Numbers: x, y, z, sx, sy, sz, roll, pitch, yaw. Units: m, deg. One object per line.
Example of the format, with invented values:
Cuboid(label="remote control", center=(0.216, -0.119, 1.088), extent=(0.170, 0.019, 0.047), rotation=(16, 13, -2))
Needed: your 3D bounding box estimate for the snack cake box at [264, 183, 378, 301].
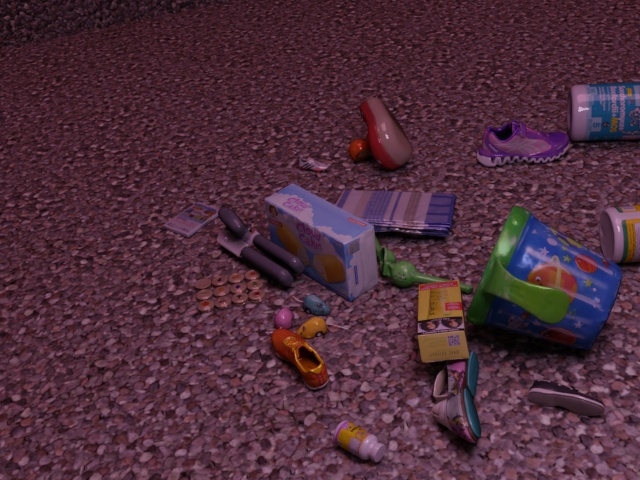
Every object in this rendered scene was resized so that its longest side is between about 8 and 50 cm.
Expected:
Cuboid(label="snack cake box", center=(0.000, 0.000, 1.689), extent=(0.089, 0.152, 0.264), rotation=(-31, 40, -29))

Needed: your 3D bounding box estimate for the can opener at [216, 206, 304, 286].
Cuboid(label="can opener", center=(-0.147, 0.015, 1.746), extent=(0.074, 0.093, 0.280), rotation=(-48, 47, -11))

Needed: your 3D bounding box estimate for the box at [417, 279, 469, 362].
Cuboid(label="box", center=(0.226, 0.145, 1.464), extent=(0.088, 0.058, 0.232), rotation=(-7, 18, 11))

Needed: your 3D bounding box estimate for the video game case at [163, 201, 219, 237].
Cuboid(label="video game case", center=(-0.315, -0.053, 1.951), extent=(0.087, 0.011, 0.122), rotation=(19, 43, 34))

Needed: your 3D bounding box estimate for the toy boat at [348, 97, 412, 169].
Cuboid(label="toy boat", center=(0.141, -0.263, 2.080), extent=(0.151, 0.151, 0.231), rotation=(-35, 32, 14))

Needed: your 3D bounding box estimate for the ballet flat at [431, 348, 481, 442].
Cuboid(label="ballet flat", center=(0.230, 0.267, 1.342), extent=(0.079, 0.076, 0.221), rotation=(-18, 26, 19))

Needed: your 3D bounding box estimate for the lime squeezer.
Cuboid(label="lime squeezer", center=(0.172, 0.044, 1.677), extent=(0.110, 0.058, 0.310), rotation=(-29, 39, -27))

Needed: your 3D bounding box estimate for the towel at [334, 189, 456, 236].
Cuboid(label="towel", center=(0.169, -0.067, 1.841), extent=(0.285, 0.034, 0.209), rotation=(3, 25, 12))

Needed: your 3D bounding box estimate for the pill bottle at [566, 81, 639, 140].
Cuboid(label="pill bottle", center=(0.772, -0.330, 2.016), extent=(0.264, 0.146, 0.146), rotation=(-1, 35, 11))

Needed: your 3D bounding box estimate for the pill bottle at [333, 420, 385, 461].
Cuboid(label="pill bottle", center=(0.065, 0.331, 1.296), extent=(0.083, 0.043, 0.043), rotation=(21, 44, 35))

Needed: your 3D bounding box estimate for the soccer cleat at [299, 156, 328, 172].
Cuboid(label="soccer cleat", center=(-0.019, -0.202, 2.084), extent=(0.083, 0.035, 0.029), rotation=(9, 38, 23))

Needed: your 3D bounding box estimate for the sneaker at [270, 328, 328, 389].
Cuboid(label="sneaker", center=(-0.038, 0.206, 1.476), extent=(0.064, 0.067, 0.175), rotation=(-27, 38, -23))

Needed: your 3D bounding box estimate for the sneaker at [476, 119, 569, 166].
Cuboid(label="sneaker", center=(0.514, -0.255, 1.998), extent=(0.237, 0.104, 0.095), rotation=(-6, 33, 0))

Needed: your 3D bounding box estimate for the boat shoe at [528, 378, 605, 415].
Cuboid(label="boat shoe", center=(0.416, 0.262, 1.328), extent=(0.125, 0.046, 0.038), rotation=(5, 41, 31))

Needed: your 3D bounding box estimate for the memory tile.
Cuboid(label="memory tile", center=(-0.195, 0.106, 1.698), extent=(0.148, 0.012, 0.113), rotation=(-11, 35, -5))

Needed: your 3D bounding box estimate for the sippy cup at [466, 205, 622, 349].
Cuboid(label="sippy cup", center=(0.412, 0.083, 1.434), extent=(0.224, 0.240, 0.305), rotation=(23, 48, 13))

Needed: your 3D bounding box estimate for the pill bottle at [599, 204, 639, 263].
Cuboid(label="pill bottle", center=(0.690, -0.018, 1.611), extent=(0.209, 0.117, 0.117), rotation=(-6, 35, 4))

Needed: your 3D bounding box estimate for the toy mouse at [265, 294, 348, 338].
Cuboid(label="toy mouse", center=(-0.039, 0.143, 1.597), extent=(0.161, 0.031, 0.143), rotation=(-13, 35, -7))
